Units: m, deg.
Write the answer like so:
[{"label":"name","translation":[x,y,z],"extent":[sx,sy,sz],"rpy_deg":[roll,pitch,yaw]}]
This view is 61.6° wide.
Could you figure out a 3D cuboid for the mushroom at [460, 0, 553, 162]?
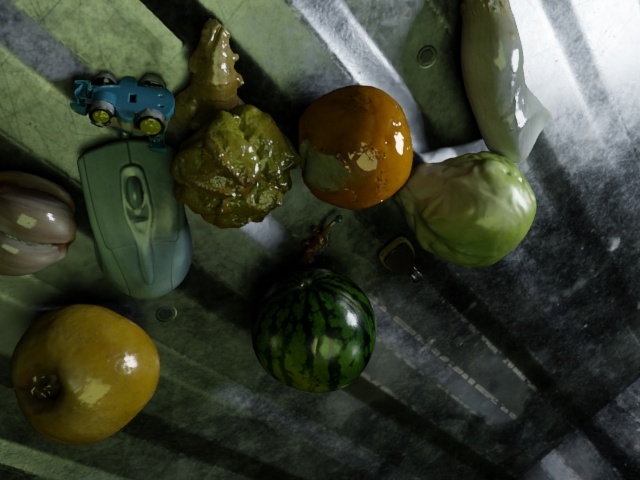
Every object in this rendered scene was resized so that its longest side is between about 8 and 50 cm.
[{"label":"mushroom","translation":[0.379,-0.358,1.135],"extent":[0.177,0.126,0.397],"rpy_deg":[-48,130,-16]}]

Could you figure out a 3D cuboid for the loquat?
[{"label":"loquat","translation":[-0.453,0.258,1.068],"extent":[0.275,0.275,0.274],"rpy_deg":[-11,124,-17]}]

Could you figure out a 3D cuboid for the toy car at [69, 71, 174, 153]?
[{"label":"toy car","translation":[-0.333,-0.213,0.919],"extent":[0.162,0.126,0.098],"rpy_deg":[-1,138,-17]}]

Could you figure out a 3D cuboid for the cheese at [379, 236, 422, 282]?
[{"label":"cheese","translation":[0.219,0.060,1.380],"extent":[0.086,0.036,0.162],"rpy_deg":[-43,127,2]}]

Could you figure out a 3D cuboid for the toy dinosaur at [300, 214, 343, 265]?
[{"label":"toy dinosaur","translation":[0.000,0.000,1.236],"extent":[0.055,0.049,0.154],"rpy_deg":[28,112,-32]}]

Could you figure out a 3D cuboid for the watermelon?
[{"label":"watermelon","translation":[-0.012,0.202,1.213],"extent":[0.286,0.285,0.284],"rpy_deg":[-11,124,-17]}]

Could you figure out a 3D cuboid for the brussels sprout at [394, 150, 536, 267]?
[{"label":"brussels sprout","translation":[0.338,-0.075,1.218],"extent":[0.317,0.274,0.242],"rpy_deg":[38,61,-27]}]

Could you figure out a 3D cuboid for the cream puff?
[{"label":"cream puff","translation":[-0.149,-0.130,0.977],"extent":[0.196,0.244,0.244],"rpy_deg":[44,98,-10]}]

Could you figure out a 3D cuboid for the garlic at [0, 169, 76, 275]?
[{"label":"garlic","translation":[-0.530,-0.011,0.927],"extent":[0.191,0.160,0.214],"rpy_deg":[32,101,-30]}]

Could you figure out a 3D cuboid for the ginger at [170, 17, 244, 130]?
[{"label":"ginger","translation":[-0.189,-0.279,0.959],"extent":[0.115,0.081,0.205],"rpy_deg":[27,118,-3]}]

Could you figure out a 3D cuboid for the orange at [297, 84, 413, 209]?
[{"label":"orange","translation":[0.064,-0.179,1.034],"extent":[0.240,0.240,0.239],"rpy_deg":[-11,124,-17]}]

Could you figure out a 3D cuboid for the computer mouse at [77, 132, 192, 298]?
[{"label":"computer mouse","translation":[-0.344,-0.027,1.030],"extent":[0.189,0.122,0.370],"rpy_deg":[-11,120,-18]}]
